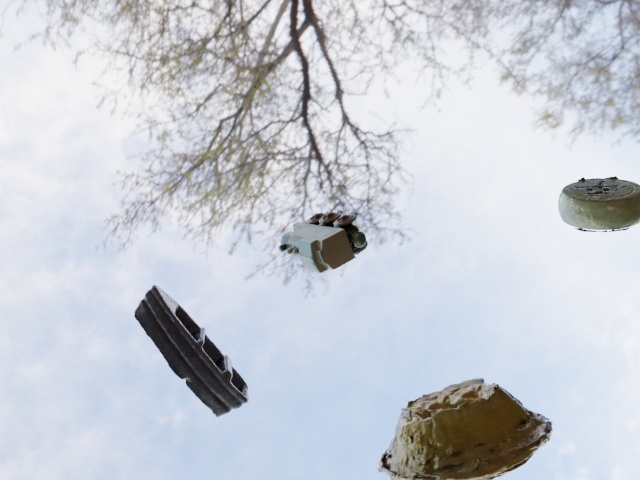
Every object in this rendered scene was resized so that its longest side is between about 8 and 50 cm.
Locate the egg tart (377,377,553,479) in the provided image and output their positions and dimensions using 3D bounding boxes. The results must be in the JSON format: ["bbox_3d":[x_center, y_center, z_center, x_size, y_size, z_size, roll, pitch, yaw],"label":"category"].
[{"bbox_3d":[0.237,0.316,1.168,0.314,0.315,0.120,-16,-92,-26],"label":"egg tart"}]

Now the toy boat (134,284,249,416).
[{"bbox_3d":[-0.244,0.208,1.313,0.078,0.127,0.283,-38,-79,2],"label":"toy boat"}]

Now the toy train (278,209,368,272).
[{"bbox_3d":[0.000,0.000,1.253,0.125,0.194,0.081,-27,-73,-25],"label":"toy train"}]

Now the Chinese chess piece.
[{"bbox_3d":[0.639,-0.085,1.565,0.188,0.188,0.083,-17,-69,-26],"label":"Chinese chess piece"}]
